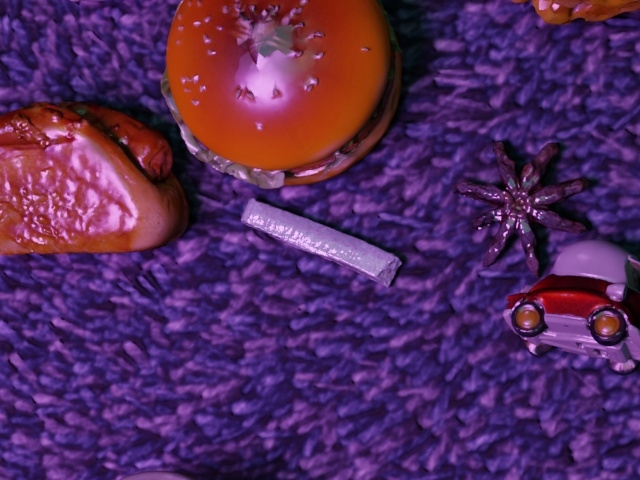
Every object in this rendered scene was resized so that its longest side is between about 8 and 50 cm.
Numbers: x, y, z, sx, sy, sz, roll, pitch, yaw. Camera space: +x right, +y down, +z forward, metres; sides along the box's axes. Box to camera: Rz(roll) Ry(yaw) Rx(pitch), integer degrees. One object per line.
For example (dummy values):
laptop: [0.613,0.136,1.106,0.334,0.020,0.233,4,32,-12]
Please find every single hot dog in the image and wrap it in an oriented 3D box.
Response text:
hot dog: [-0.264,-0.065,1.380,0.256,0.150,0.153,-1,93,14]

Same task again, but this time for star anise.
star anise: [0.196,-0.036,1.318,0.141,0.042,0.141,-1,85,12]

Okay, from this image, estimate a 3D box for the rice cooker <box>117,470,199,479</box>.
rice cooker: [-0.117,0.331,1.260,0.226,0.244,0.226,-17,57,27]

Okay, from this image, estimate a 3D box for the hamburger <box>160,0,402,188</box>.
hamburger: [-0.042,-0.170,1.322,0.246,0.170,0.246,-1,83,11]

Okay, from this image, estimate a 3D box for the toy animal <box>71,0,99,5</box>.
toy animal: [-0.223,-0.337,1.397,0.166,0.138,0.179,0,79,30]

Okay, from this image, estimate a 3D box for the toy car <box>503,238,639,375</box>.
toy car: [0.248,0.053,1.272,0.139,0.112,0.112,9,72,23]

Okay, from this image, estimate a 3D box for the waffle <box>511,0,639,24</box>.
waffle: [0.275,-0.340,1.277,0.324,0.151,0.261,-3,81,15]

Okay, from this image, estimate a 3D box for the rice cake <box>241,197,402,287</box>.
rice cake: [0.000,0.001,1.368,0.170,0.029,0.033,22,84,13]
